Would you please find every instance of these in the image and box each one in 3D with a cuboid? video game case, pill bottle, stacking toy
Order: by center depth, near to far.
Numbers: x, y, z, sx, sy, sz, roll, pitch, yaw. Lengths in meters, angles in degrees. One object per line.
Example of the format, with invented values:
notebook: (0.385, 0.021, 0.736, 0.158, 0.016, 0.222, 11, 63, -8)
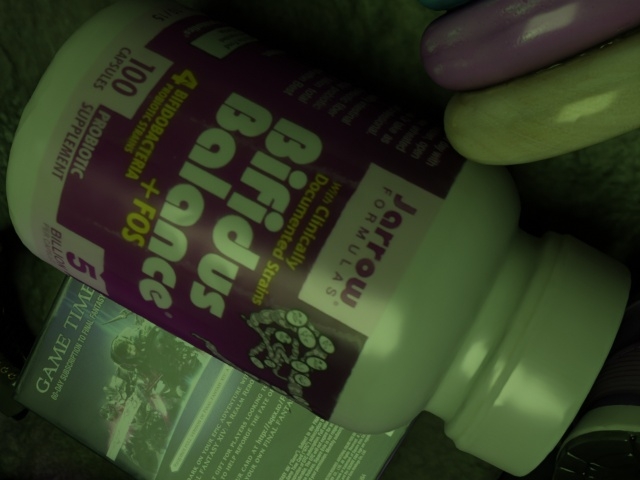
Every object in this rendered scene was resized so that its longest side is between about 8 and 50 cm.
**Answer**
stacking toy: (0.059, -0.204, 0.312, 0.141, 0.141, 0.330, -17, 106, 32)
pill bottle: (0.000, 0.000, 0.430, 0.301, 0.169, 0.169, 27, 126, 9)
video game case: (-0.079, 0.108, 0.578, 0.274, 0.026, 0.196, 31, 104, 8)

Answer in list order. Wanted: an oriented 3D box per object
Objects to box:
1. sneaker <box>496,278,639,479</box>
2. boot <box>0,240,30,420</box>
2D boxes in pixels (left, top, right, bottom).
sneaker: (0.178, 0.118, 0.465, 0.107, 0.124, 0.283, 21, 150, 8)
boot: (-0.277, 0.081, 0.680, 0.137, 0.077, 0.198, 45, 140, -10)
